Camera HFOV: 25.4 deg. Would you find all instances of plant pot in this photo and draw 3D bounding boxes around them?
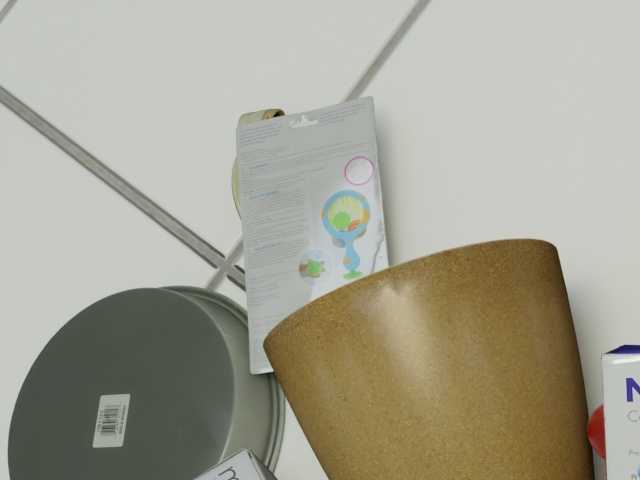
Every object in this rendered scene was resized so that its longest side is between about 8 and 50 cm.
[{"bbox_3d":[0.107,0.160,1.051,0.237,0.237,0.254,-25,71,19],"label":"plant pot"}]

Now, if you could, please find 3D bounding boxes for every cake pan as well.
[{"bbox_3d":[-0.172,0.170,1.298,0.293,0.054,0.293,-13,62,26],"label":"cake pan"}]

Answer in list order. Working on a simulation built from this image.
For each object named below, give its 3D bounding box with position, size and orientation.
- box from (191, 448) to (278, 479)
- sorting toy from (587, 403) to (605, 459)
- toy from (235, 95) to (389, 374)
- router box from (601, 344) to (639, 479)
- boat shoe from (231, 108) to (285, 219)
[{"bbox_3d":[-0.083,0.335,1.092,0.231,0.126,0.262,-32,53,-2],"label":"box"},{"bbox_3d":[0.296,0.214,0.961,0.275,0.046,0.132,21,108,26],"label":"sorting toy"},{"bbox_3d":[0.000,0.000,1.275,0.137,0.056,0.237,-11,68,18],"label":"toy"},{"bbox_3d":[0.347,0.211,0.859,0.336,0.082,0.301,-3,89,20],"label":"router box"},{"bbox_3d":[-0.053,-0.068,1.343,0.045,0.050,0.135,-19,59,28],"label":"boat shoe"}]
